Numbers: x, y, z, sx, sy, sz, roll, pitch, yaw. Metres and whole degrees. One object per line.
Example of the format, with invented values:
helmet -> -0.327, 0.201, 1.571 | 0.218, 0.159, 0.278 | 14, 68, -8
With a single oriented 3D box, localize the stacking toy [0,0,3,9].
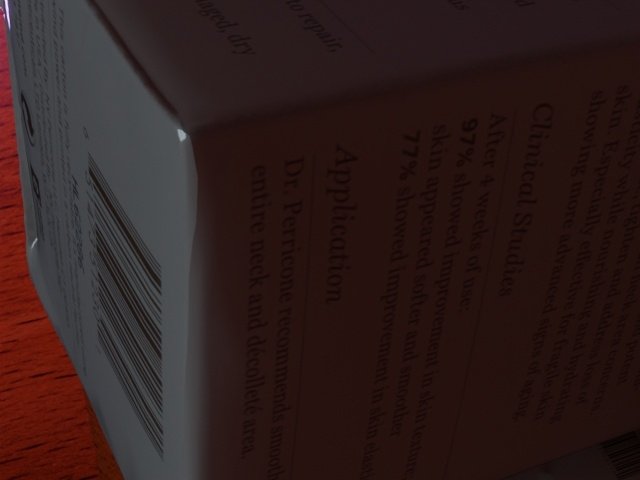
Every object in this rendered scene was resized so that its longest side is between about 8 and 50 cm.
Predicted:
stacking toy -> -0.258, -0.357, 0.916 | 0.479, 0.351, 0.350 | 100, 149, -53

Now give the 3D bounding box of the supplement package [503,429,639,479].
supplement package -> 0.133, 0.241, 0.918 | 0.199, 0.198, 0.262 | 63, 153, 28

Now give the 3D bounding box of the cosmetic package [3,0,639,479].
cosmetic package -> 0.033, -0.049, 0.744 | 0.327, 0.394, 0.329 | 51, 145, 44
